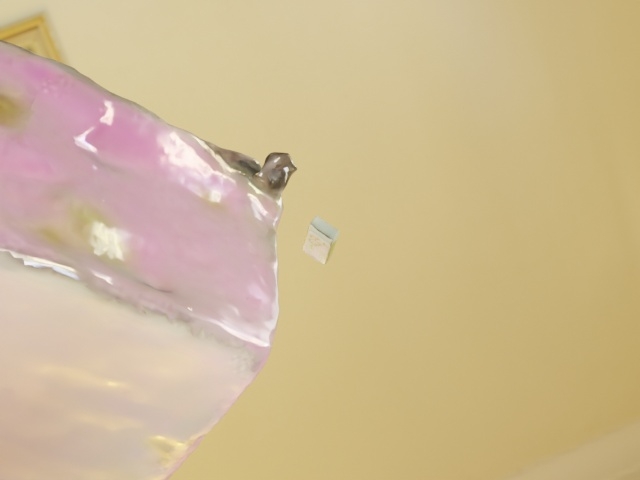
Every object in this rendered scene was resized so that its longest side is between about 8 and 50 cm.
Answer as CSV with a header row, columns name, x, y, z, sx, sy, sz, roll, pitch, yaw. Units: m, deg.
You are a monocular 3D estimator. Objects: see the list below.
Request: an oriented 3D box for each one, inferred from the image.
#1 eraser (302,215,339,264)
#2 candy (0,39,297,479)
name,x,y,z,sx,sy,sz,roll,pitch,yaw
eraser,0.000,0.000,1.470,0.019,0.038,0.083,-50,172,-23
candy,-0.136,0.052,0.504,0.265,0.155,0.116,-50,-155,39
